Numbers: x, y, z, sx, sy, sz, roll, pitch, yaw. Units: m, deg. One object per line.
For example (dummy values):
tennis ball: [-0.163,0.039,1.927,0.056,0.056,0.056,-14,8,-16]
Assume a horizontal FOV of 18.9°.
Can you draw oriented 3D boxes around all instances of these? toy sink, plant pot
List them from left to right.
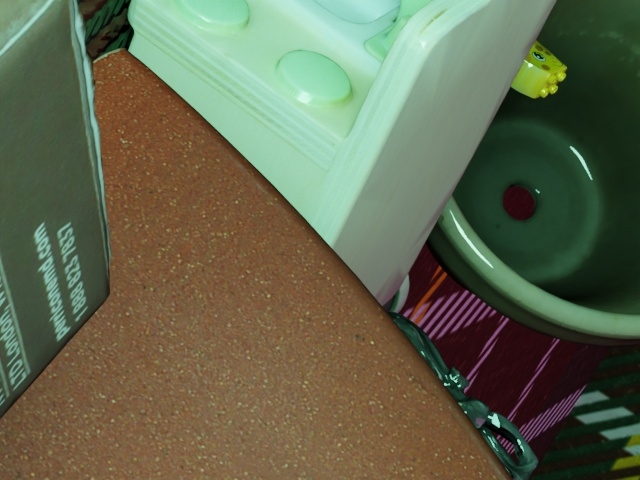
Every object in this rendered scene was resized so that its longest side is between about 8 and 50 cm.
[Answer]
plant pot: [-0.083,0.136,0.685,0.267,0.235,0.267,-38,155,-48]
toy sink: [-0.010,-0.061,0.873,0.153,0.131,0.234,-38,161,-49]
plant pot: [0.156,-0.050,1.254,0.263,0.263,0.229,-52,-177,-16]

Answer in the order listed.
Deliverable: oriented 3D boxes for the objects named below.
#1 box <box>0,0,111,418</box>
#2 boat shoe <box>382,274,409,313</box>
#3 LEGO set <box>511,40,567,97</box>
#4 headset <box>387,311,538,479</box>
box: [-0.228,0.065,0.354,0.381,0.191,0.143,-49,162,-25]
boat shoe: [0.000,0.000,1.120,0.069,0.081,0.228,-48,155,-21]
LEGO set: [0.094,-0.126,1.064,0.227,0.093,0.087,-25,152,-46]
headset: [-0.067,0.203,1.108,0.394,0.185,0.243,-47,165,5]
